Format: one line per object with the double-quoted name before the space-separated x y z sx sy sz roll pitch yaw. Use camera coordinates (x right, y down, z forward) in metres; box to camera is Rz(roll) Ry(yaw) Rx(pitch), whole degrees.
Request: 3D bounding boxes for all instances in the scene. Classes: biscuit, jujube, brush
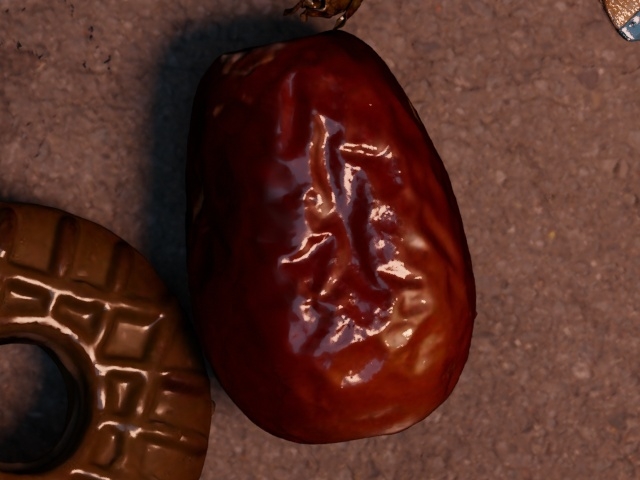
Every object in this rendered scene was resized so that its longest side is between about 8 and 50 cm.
"biscuit" -0.242 0.125 1.442 0.332 0.103 0.332 4 80 -26
"jujube" 0.000 0.000 1.453 0.223 0.223 0.318 -12 97 -3
"brush" 0.298 -0.158 1.545 0.164 0.014 0.051 44 95 -12

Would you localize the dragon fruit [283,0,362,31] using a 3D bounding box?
"dragon fruit" 0.069 -0.242 1.437 0.246 0.125 0.125 -44 108 -21
